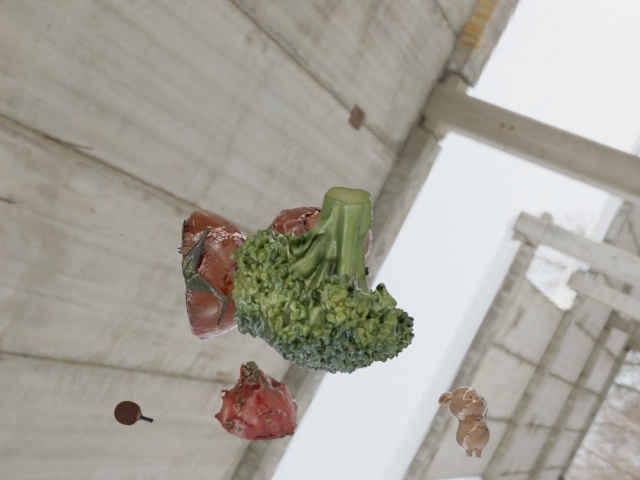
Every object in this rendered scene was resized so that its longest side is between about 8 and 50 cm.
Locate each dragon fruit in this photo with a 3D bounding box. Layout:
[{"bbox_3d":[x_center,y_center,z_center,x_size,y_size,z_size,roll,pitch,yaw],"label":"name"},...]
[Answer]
[{"bbox_3d":[-0.105,0.277,1.453,0.153,0.153,0.110,-23,-56,-50],"label":"dragon fruit"}]

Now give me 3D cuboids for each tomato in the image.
[{"bbox_3d":[-0.198,0.074,1.807,0.309,0.170,0.308,-1,-90,-83],"label":"tomato"}]

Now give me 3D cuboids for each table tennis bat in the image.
[{"bbox_3d":[-0.386,0.362,1.687,0.007,0.083,0.050,-37,34,62],"label":"table tennis bat"}]

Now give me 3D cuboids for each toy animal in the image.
[{"bbox_3d":[0.288,0.351,1.594,0.083,0.089,0.150,54,-159,-57],"label":"toy animal"}]

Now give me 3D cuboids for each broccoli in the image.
[{"bbox_3d":[-0.006,0.070,1.128,0.235,0.288,0.259,-48,-32,-37],"label":"broccoli"}]

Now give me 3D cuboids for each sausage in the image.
[{"bbox_3d":[0.000,0.000,1.800,0.280,0.152,0.152,6,-71,-49],"label":"sausage"}]
